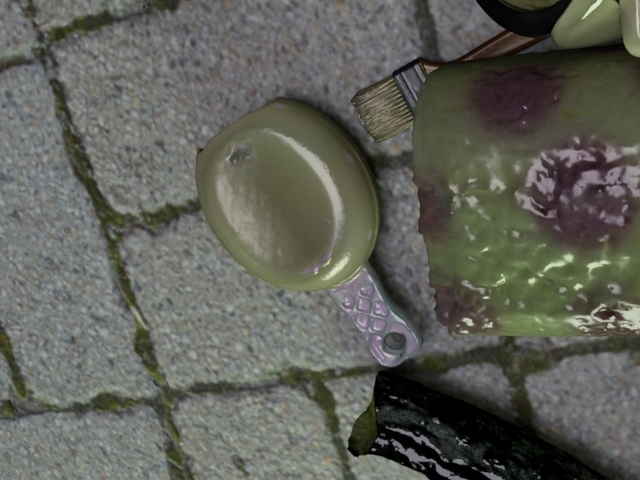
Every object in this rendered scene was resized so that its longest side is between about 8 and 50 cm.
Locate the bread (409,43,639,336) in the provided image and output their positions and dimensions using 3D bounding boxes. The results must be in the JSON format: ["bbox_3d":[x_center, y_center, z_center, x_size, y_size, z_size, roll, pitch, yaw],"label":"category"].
[{"bbox_3d":[0.231,-0.031,0.583,0.339,0.155,0.187,-3,112,24],"label":"bread"}]

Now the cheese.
[{"bbox_3d":[0.000,0.000,0.752,0.137,0.064,0.227,-35,93,31],"label":"cheese"}]

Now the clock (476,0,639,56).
[{"bbox_3d":[0.145,-0.287,0.493,0.276,0.120,0.378,27,131,63],"label":"clock"}]

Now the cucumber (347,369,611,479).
[{"bbox_3d":[0.166,0.190,0.741,0.304,0.072,0.081,24,114,14],"label":"cucumber"}]

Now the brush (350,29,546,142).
[{"bbox_3d":[0.099,-0.121,0.691,0.170,0.014,0.043,-25,99,29],"label":"brush"}]
